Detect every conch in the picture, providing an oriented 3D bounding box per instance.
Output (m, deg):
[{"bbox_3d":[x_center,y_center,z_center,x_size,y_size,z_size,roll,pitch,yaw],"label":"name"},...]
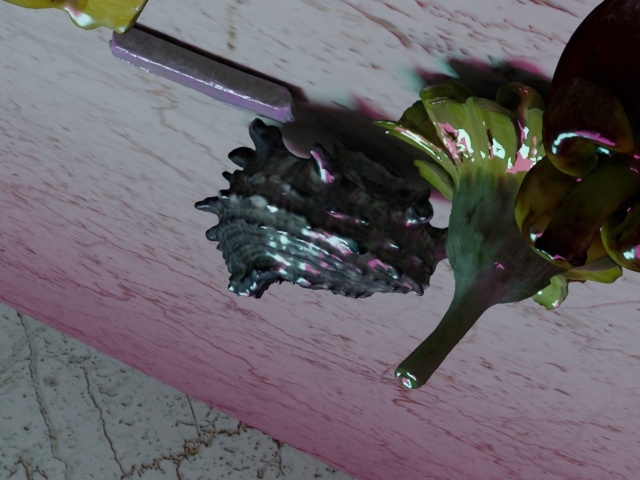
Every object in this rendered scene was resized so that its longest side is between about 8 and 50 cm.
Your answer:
[{"bbox_3d":[0.011,-0.032,1.954,0.313,0.186,0.241,2,-178,37],"label":"conch"}]

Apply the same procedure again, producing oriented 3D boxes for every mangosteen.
[{"bbox_3d":[0.237,-0.064,1.291,0.215,0.257,0.215,44,158,22],"label":"mangosteen"}]

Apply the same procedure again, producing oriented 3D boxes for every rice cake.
[{"bbox_3d":[-0.118,-0.169,1.902,0.207,0.036,0.047,23,175,5],"label":"rice cake"}]

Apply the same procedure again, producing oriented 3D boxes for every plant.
[{"bbox_3d":[0.191,-0.015,1.683,0.261,0.297,0.306,-20,126,25],"label":"plant"}]

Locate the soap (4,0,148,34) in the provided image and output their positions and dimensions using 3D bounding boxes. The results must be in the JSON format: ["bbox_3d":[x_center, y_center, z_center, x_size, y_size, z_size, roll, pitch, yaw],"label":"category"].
[{"bbox_3d":[-0.229,-0.289,1.454,0.259,0.143,0.281,23,166,-12],"label":"soap"}]
